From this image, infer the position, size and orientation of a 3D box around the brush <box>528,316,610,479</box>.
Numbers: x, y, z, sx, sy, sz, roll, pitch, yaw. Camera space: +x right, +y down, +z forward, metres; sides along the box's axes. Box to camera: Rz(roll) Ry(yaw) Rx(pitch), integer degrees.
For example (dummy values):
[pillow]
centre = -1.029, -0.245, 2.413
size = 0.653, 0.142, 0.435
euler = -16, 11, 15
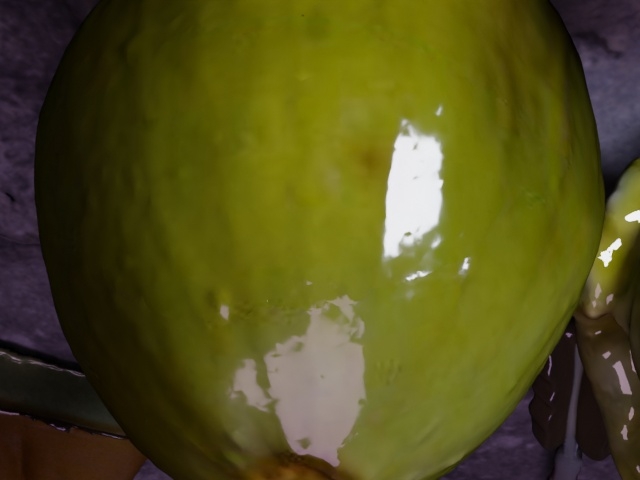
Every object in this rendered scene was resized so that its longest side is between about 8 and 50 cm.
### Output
[brush]
centre = 0.200, 0.162, 1.204
size = 0.084, 0.071, 0.301
euler = 8, 137, 11

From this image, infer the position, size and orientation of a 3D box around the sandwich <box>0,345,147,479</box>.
[sandwich]
centre = -0.275, 0.171, 1.235
size = 0.245, 0.063, 0.212
euler = 18, 135, -13

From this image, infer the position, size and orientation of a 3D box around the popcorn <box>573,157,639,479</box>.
[popcorn]
centre = 0.310, 0.073, 0.966
size = 0.312, 0.312, 0.312
euler = 1, 135, 1

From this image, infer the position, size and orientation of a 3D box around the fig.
[fig]
centre = -0.003, -0.010, 0.843
size = 0.343, 0.343, 0.343
euler = 1, 135, 1
